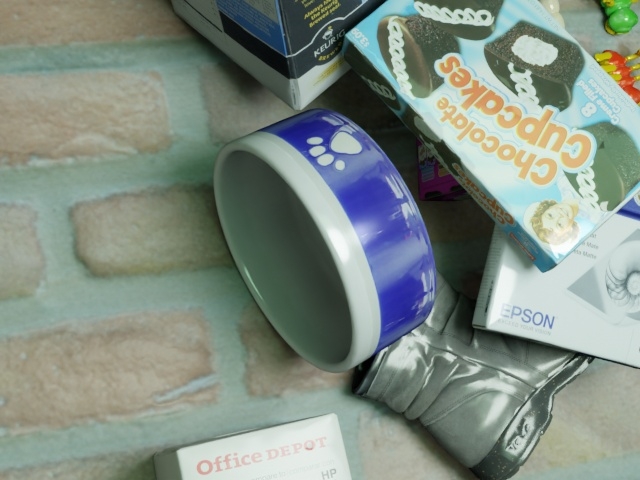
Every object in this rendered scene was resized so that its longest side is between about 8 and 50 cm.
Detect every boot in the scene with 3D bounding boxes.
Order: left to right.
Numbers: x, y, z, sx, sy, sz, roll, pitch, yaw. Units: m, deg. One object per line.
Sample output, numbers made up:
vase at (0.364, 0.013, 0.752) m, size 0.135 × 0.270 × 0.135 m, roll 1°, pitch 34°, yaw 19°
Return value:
boot at (0.203, 0.093, 1.269) m, size 0.223 × 0.118 × 0.338 m, roll 38°, pitch 65°, yaw -1°

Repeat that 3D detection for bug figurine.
bug figurine at (0.469, -0.271, 1.457) m, size 0.279 × 0.072 × 0.216 m, roll -10°, pitch 75°, yaw -15°

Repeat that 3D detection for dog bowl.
dog bowl at (0.000, 0.000, 1.139) m, size 0.104 × 0.265 × 0.264 m, roll -27°, pitch 87°, yaw -23°

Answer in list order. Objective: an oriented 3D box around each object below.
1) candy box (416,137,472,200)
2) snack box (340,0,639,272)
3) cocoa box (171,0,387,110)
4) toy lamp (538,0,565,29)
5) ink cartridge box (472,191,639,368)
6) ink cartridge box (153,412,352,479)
candy box at (0.172, -0.170, 1.277) m, size 0.071 × 0.159 × 0.233 m, roll -1°, pitch 86°, yaw -20°
snack box at (0.196, -0.146, 1.141) m, size 0.187 × 0.060 × 0.322 m, roll -41°, pitch 83°, yaw -12°
cocoa box at (0.012, -0.366, 1.194) m, size 0.347 × 0.228 × 0.231 m, roll -42°, pitch 64°, yaw -17°
toy lamp at (0.315, -0.208, 1.378) m, size 0.080 × 0.080 × 0.274 m, roll -18°, pitch 92°, yaw -21°
ink cartridge box at (0.294, 0.013, 1.200) m, size 0.223 × 0.045 × 0.223 m, roll 14°, pitch 84°, yaw -18°
ink cartridge box at (-0.058, 0.308, 1.100) m, size 0.171 × 0.168 × 0.232 m, roll -10°, pitch 80°, yaw -19°
